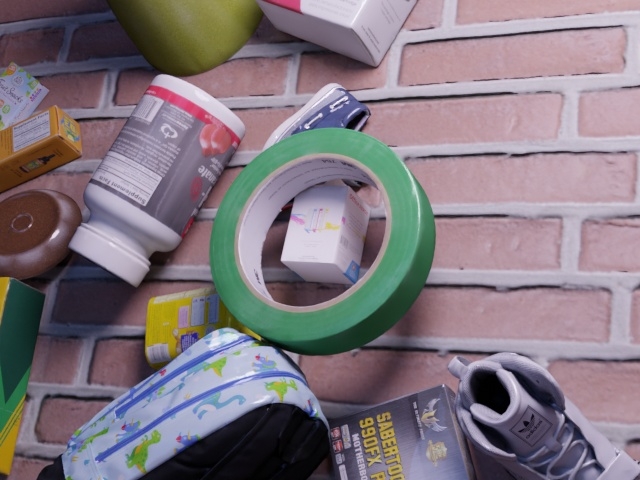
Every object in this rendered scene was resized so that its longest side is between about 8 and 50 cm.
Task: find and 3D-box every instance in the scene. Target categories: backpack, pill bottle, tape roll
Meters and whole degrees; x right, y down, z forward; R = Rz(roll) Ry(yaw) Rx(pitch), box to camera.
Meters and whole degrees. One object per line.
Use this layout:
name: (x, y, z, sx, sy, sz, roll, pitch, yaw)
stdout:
backpack: (-0.163, 0.291, 1.468, 0.355, 0.290, 0.273, -29, 41, 13)
pill bottle: (-0.271, -0.092, 1.746, 0.176, 0.176, 0.319, 25, 81, 32)
tape roll: (0.000, 0.000, 1.525, 0.321, 0.077, 0.321, -9, 66, 21)

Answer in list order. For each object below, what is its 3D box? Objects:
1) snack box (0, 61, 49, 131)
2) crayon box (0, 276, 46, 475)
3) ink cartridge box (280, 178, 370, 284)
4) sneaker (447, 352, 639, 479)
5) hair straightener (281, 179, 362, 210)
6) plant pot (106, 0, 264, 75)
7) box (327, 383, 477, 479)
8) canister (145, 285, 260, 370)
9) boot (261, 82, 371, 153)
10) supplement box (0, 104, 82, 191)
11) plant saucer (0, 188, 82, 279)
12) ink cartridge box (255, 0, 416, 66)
snack box: (-0.596, -0.259, 2.058, 0.100, 0.037, 0.141, 36, 86, 32)
crayon box: (-0.668, 0.231, 1.838, 0.362, 0.106, 0.313, -4, 68, 25)
ink cartridge box: (0.011, -0.017, 1.628, 0.089, 0.092, 0.143, 2, 68, 26)
sneaker: (0.293, 0.269, 1.295, 0.137, 0.210, 0.366, -48, 57, 0)
hair straightener: (-0.023, -0.099, 1.681, 0.230, 0.089, 0.047, -12, 29, 21)
plant pot: (-0.275, -0.475, 1.846, 0.274, 0.293, 0.275, -10, 64, 21)
box: (0.117, 0.330, 1.446, 0.183, 0.056, 0.231, -21, 61, 17)
canister: (-0.183, 0.132, 1.667, 0.169, 0.073, 0.126, -11, 64, 23)
boot: (-0.010, -0.163, 1.714, 0.190, 0.069, 0.086, -48, 54, -2)
supplement box: (-0.552, -0.158, 1.970, 0.233, 0.078, 0.080, -20, 58, 16)
plant saucer: (-0.515, -0.021, 1.880, 0.198, 0.036, 0.199, -7, 51, 8)
ink cartridge box: (0.062, -0.471, 1.781, 0.226, 0.131, 0.306, 25, 82, 32)
